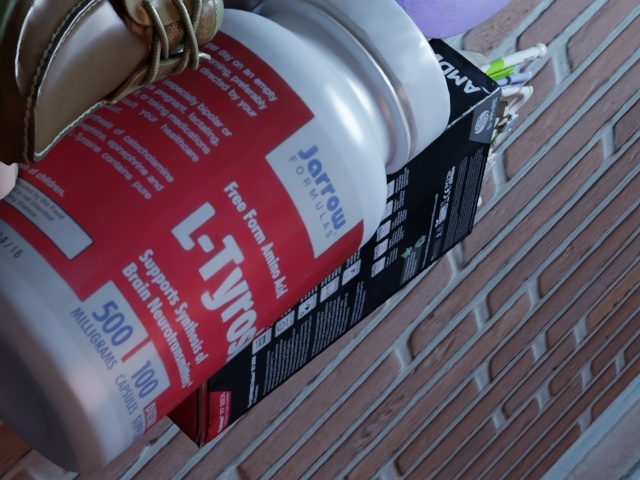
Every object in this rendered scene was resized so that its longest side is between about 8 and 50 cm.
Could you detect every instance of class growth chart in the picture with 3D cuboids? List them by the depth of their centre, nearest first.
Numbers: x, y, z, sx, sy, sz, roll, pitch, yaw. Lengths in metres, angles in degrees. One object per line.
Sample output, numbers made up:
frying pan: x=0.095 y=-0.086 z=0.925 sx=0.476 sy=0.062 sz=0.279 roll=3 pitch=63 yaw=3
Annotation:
growth chart: x=0.157 y=-0.103 z=1.976 sx=0.172 sy=0.021 sz=0.237 roll=-28 pitch=149 yaw=-44

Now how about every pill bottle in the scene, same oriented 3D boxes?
pill bottle: x=-0.100 y=-0.030 z=1.484 sx=0.407 sy=0.229 sz=0.229 roll=-40 pitch=155 yaw=-22

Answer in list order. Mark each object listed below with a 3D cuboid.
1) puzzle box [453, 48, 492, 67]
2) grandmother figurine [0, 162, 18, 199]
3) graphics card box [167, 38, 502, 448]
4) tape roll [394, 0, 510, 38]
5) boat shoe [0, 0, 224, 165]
puzzle box: x=0.018 y=-0.069 z=1.867 sx=0.409 sy=0.052 sz=0.272 roll=-4 pitch=130 yaw=-59
grandmother figurine: x=-0.239 y=-0.147 z=1.224 sx=0.208 sy=0.104 sz=0.342 roll=-51 pitch=164 yaw=-35
graphics card box: x=0.000 y=0.000 z=1.753 sx=0.371 sy=0.094 sz=0.233 roll=-37 pitch=154 yaw=-26
tape roll: x=0.137 y=-0.312 z=1.663 sx=0.275 sy=0.090 sz=0.275 roll=-40 pitch=155 yaw=-23
boat shoe: x=-0.121 y=-0.161 z=1.232 sx=0.324 sy=0.120 sz=0.122 roll=-66 pitch=170 yaw=-48
